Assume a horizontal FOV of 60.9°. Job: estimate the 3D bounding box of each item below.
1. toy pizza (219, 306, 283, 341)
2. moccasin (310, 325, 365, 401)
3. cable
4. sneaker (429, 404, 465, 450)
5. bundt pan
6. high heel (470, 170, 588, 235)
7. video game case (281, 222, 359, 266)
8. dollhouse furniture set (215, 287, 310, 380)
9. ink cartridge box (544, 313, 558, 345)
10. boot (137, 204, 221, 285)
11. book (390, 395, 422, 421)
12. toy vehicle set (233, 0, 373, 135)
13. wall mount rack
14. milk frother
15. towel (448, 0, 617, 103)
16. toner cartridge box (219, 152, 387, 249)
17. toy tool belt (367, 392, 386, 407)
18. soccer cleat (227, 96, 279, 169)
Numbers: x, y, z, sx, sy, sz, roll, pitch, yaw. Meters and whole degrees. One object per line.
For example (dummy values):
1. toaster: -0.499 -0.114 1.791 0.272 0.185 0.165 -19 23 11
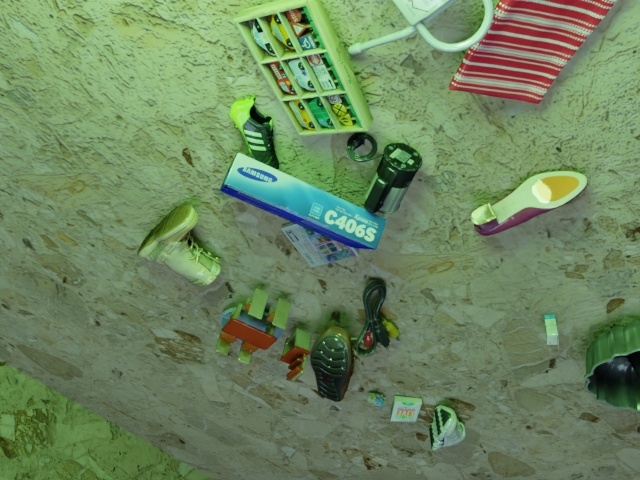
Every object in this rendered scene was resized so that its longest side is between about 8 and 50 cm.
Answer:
1. toy pizza: -0.215 0.263 1.707 0.201 0.032 0.201 6 137 5
2. moccasin: 0.057 0.367 1.691 0.139 0.147 0.380 16 145 21
3. cable: 0.143 0.225 1.550 0.139 0.072 0.287 -22 126 -3
4. sneaker: 0.461 0.666 1.944 0.118 0.110 0.292 -1 145 3
5. bundt pan: 0.872 0.324 1.448 0.331 0.124 0.331 7 138 7
6. high heel: 0.448 -0.073 1.173 0.244 0.082 0.117 -28 158 19
7. video game case: 0.000 0.000 1.381 0.143 0.019 0.157 -16 130 27
8. dollhouse furniture set: -0.162 0.298 1.609 0.259 0.135 0.262 27 135 -16
9. ink cartridge box: 0.615 0.244 1.451 0.028 0.083 0.048 -6 135 19
10. boot: -0.337 0.023 1.428 0.203 0.095 0.262 36 134 -24
11. book: 0.307 0.608 1.963 0.096 0.035 0.144 4 136 3
12. toy vehicle set: -0.025 -0.310 1.001 0.166 0.035 0.267 3 140 36
13. wall mount rack: 0.094 -0.422 0.827 0.304 0.130 0.350 -28 124 32
14. milk frother: 0.118 -0.144 1.153 0.143 0.129 0.134 50 143 23
15. towel: 0.353 -0.337 0.870 0.199 0.031 0.275 3 143 -22
16. toner cartridge box: -0.042 -0.079 1.199 0.348 0.075 0.165 23 174 -14
17. toy tool belt: 0.207 0.568 1.926 0.051 0.052 0.083 -19 131 41
18. soccer cleat: -0.124 -0.218 1.144 0.072 0.060 0.179 -15 129 22
